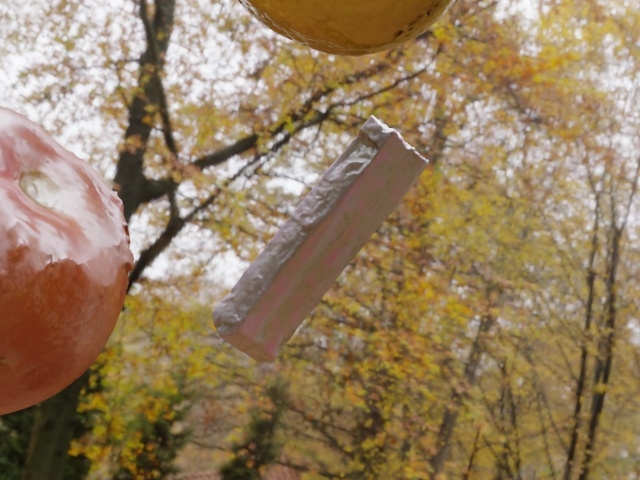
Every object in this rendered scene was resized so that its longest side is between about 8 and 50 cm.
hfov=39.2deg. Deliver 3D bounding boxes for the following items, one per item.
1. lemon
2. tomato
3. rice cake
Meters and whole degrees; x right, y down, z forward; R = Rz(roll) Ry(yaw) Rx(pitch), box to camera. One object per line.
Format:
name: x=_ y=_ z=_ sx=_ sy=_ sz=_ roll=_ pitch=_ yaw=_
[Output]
lemon: x=0.023 y=-0.309 z=0.824 sx=0.293 sy=0.293 sz=0.293 roll=17 pitch=-21 yaw=7
tomato: x=-0.237 y=0.018 z=0.607 sx=0.184 sy=0.208 sz=0.208 roll=-40 pitch=-53 yaw=22
rice cake: x=0.000 y=-0.002 z=0.980 sx=0.050 sy=0.298 sz=0.106 roll=35 pitch=-7 yaw=32
